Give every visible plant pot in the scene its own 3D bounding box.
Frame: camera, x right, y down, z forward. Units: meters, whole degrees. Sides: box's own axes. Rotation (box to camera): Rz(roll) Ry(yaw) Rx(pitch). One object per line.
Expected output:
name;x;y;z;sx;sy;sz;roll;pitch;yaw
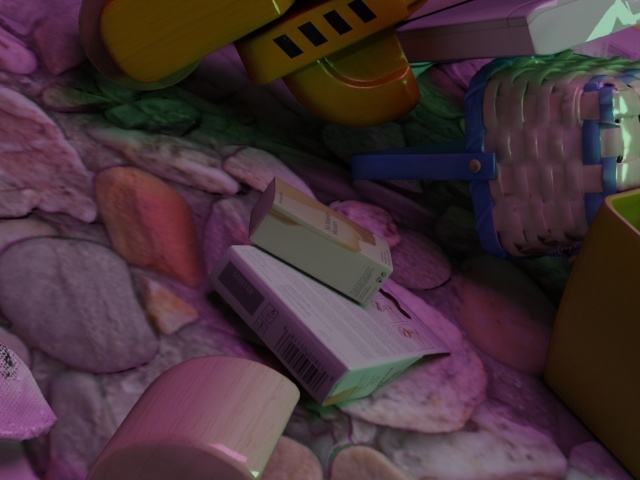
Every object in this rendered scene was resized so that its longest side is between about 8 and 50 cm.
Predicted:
plant pot;0.317;0.088;0.901;0.212;0.187;0.212;-12;51;-43

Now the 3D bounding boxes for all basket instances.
basket;0.206;-0.084;1.039;0.255;0.201;0.289;-14;16;-42

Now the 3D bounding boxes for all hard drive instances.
hard drive;0.220;-0.231;1.058;0.233;0.047;0.353;-21;13;-14

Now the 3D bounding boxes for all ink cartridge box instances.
ink cartridge box;0.011;0.063;0.873;0.145;0.045;0.179;45;20;25

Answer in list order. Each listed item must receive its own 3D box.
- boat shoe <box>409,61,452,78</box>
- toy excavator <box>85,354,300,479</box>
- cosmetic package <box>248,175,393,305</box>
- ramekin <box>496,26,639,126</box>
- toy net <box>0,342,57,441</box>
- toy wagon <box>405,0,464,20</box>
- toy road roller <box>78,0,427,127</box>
boat shoe;0.117;-0.266;1.309;0.109;0.094;0.302;39;36;17
toy excavator;0.135;0.235;0.582;0.432;0.445;0.222;64;27;-21
cosmetic package;0.000;0.000;0.872;0.115;0.041;0.060;29;21;-15
ramekin;0.335;-0.172;1.300;0.277;0.135;0.277;18;36;-14
toy net;-0.264;0.059;0.672;0.232;0.045;0.122;31;32;2
toy wagon;0.074;-0.325;1.266;0.267;0.068;0.344;-21;28;-13
toy road roller;-0.043;-0.204;1.019;0.330;0.240;0.202;-25;23;1
